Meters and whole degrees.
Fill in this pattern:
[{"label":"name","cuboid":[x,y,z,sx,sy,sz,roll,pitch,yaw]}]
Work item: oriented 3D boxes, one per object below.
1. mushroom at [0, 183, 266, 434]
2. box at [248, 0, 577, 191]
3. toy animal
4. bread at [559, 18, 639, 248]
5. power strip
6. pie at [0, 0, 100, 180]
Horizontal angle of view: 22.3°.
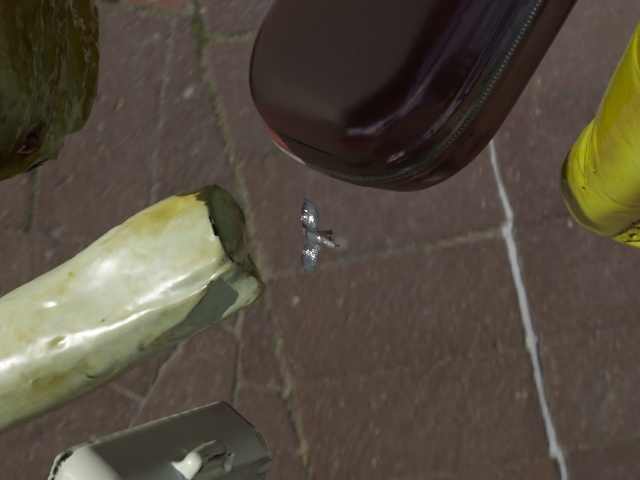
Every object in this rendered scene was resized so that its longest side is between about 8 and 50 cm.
[{"label":"mushroom","cuboid":[-0.181,0.064,1.139,0.312,0.081,0.100,-29,65,22]},{"label":"box","cuboid":[0.098,-0.226,1.209,0.108,0.263,0.404,32,86,-36]},{"label":"toy animal","cuboid":[0.000,-0.001,1.674,0.050,0.028,0.084,5,111,22]},{"label":"bread","cuboid":[0.225,-0.061,0.816,0.166,0.383,0.112,22,81,5]},{"label":"power strip","cuboid":[-0.078,0.138,0.581,0.035,0.081,0.192,41,123,27]},{"label":"pie","cuboid":[-0.238,-0.207,0.941,0.180,0.418,0.395,-1,112,8]}]
